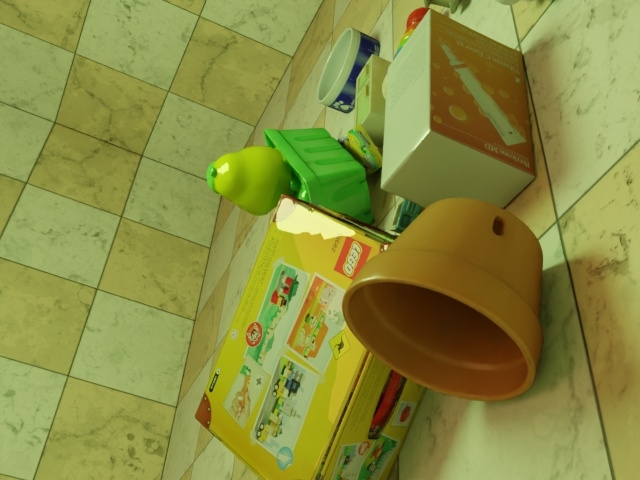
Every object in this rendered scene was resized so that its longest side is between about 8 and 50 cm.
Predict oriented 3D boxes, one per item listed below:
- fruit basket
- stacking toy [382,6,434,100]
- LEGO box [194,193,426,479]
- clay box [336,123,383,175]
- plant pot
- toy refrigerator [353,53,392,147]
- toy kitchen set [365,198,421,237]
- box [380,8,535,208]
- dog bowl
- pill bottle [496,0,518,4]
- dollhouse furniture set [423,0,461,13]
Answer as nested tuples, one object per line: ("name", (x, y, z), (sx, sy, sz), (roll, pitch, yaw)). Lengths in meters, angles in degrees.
("fruit basket", (-0.095, -0.131, 2.003), (0.392, 0.392, 0.282), (-95, -6, -56))
("stacking toy", (0.243, -0.467, 1.933), (0.141, 0.141, 0.330), (-50, 20, 49))
("LEGO box", (0.011, 0.207, 1.481), (0.372, 0.193, 0.500), (27, 97, 46))
("clay box", (0.094, -0.228, 2.110), (0.053, 0.127, 0.222), (-34, 4, -24))
("plant pot", (0.203, 0.073, 1.163), (0.203, 0.291, 0.291), (-60, 10, -30))
("toy refrigerator", (0.152, -0.394, 2.183), (0.102, 0.094, 0.269), (126, 159, -43))
("toy kitchen set", (0.138, -0.086, 1.694), (0.122, 0.166, 0.207), (143, 145, -76))
("box", (0.249, -0.228, 1.444), (0.168, 0.215, 0.345), (-51, 24, 46))
("dog bowl", (0.089, -0.556, 2.566), (0.265, 0.104, 0.264), (-57, 20, 35))
("pill bottle", (0.409, -0.538, 1.430), (0.264, 0.146, 0.146), (145, 143, -64))
("dollhouse furniture set", (0.288, -0.656, 1.821), (0.259, 0.262, 0.135), (47, -118, -73))
